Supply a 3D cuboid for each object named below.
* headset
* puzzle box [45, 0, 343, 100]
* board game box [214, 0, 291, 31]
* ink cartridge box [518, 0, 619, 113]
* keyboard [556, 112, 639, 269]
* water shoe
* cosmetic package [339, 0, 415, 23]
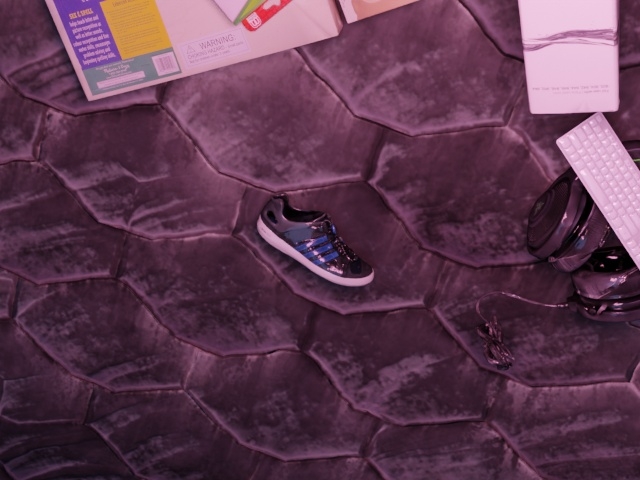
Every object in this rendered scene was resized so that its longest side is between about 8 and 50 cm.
[{"bbox_3d":[0.388,0.033,1.532,0.394,0.185,0.243,-37,105,15],"label":"headset"},{"bbox_3d":[-0.199,-0.372,1.525,0.408,0.052,0.272,-11,115,18],"label":"puzzle box"},{"bbox_3d":[-0.137,-0.408,1.444,0.124,0.039,0.259,-34,108,27],"label":"board game box"},{"bbox_3d":[0.303,-0.317,1.311,0.114,0.198,0.273,0,137,16],"label":"ink cartridge box"},{"bbox_3d":[0.418,-0.051,1.471,0.072,0.014,0.256,-35,98,-1],"label":"keyboard"},{"bbox_3d":[0.000,0.000,1.668,0.203,0.073,0.080,27,118,-3],"label":"water shoe"},{"bbox_3d":[0.083,-0.345,1.481,0.115,0.041,0.060,-16,113,20],"label":"cosmetic package"}]
